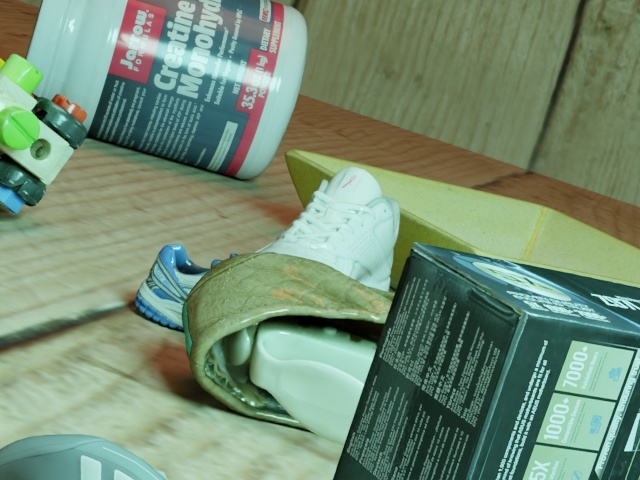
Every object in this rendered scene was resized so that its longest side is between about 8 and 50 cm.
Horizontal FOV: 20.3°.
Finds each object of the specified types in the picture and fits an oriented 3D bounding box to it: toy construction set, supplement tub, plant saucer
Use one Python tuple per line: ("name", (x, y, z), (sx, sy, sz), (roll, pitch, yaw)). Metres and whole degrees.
("toy construction set", (-0.303, -0.113, 1.334), (0.215, 0.151, 0.327), (40, 4, -32))
("supplement tub", (-0.165, -0.186, 1.868), (0.272, 0.191, 0.191), (15, 10, -11))
("plant saucer", (0.167, 0.023, 1.602), (0.333, 0.081, 0.333), (11, 12, -34))

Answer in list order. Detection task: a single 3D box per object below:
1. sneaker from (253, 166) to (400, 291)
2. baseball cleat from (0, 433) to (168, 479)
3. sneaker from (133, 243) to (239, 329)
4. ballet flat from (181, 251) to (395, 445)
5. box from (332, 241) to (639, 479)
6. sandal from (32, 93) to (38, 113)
("sneaker", (0.000, 0.000, 1.322), (0.090, 0.115, 0.232), (20, 10, 14))
("baseball cleat", (-0.076, 0.123, 0.621), (0.206, 0.072, 0.109), (20, 16, 39))
("sneaker", (-0.057, 0.040, 1.165), (0.135, 0.058, 0.052), (21, 10, 18))
("ballet flat", (0.081, 0.090, 1.007), (0.342, 0.116, 0.124), (16, 24, 5))
("box", (0.083, 0.106, 0.660), (0.147, 0.180, 0.077), (10, 13, -32))
("sandal", (-0.467, -0.193, 1.630), (0.446, 0.107, 0.167), (11, 11, -30))
